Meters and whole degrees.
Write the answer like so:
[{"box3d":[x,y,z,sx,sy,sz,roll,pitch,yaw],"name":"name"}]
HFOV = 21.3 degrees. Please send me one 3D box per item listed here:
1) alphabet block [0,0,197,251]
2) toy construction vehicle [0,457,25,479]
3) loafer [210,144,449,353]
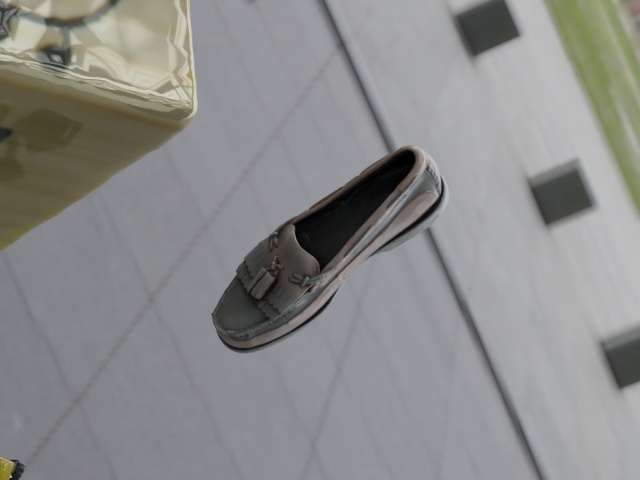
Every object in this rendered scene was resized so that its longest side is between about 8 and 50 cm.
[{"box3d":[-0.195,-0.122,0.798,0.197,0.193,0.192,10,65,-39],"name":"alphabet block"},{"box3d":[-0.169,0.141,0.917,0.086,0.098,0.035,26,69,-30],"name":"toy construction vehicle"},{"box3d":[0.000,0.000,0.760,0.045,0.125,0.039,51,-4,30],"name":"loafer"}]
